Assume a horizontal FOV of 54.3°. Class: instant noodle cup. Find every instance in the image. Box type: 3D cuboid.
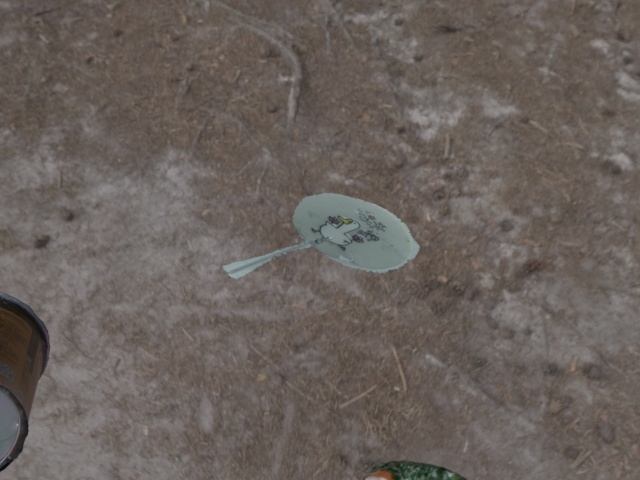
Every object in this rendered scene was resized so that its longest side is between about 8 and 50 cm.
[{"bbox_3d":[-0.492,0.204,0.861,0.218,0.217,0.207,-21,27,-14],"label":"instant noodle cup"}]

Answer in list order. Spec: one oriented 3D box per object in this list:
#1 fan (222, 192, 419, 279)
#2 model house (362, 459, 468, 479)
[{"bbox_3d":[0.000,0.001,1.075,0.415,0.012,0.233,-16,46,-41],"label":"fan"},{"bbox_3d":[0.082,0.476,0.858,0.190,0.301,0.271,-3,88,34],"label":"model house"}]
